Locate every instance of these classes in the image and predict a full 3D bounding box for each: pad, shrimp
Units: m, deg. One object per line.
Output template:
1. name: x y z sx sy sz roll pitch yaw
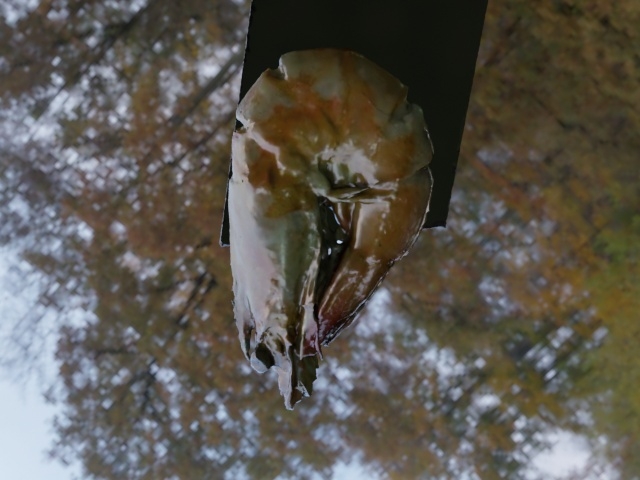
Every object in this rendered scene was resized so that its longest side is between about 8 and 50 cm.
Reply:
1. pad: 0.042 -0.173 1.031 0.247 0.368 0.007 -4 -158 -31
2. shrimp: 0.000 0.001 0.895 0.154 0.294 0.062 11 -156 6
